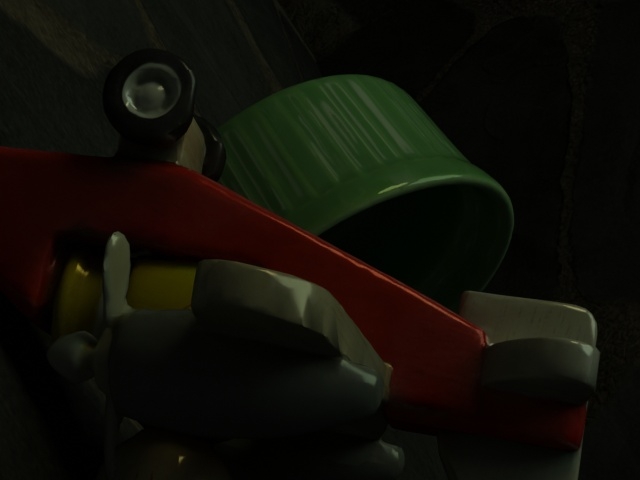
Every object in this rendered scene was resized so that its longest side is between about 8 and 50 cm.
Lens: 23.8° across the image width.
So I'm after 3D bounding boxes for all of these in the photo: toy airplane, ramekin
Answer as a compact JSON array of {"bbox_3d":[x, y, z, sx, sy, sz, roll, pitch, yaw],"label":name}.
[{"bbox_3d":[-0.023,0.091,0.921,0.386,0.272,0.384,39,-13,-33],"label":"toy airplane"},{"bbox_3d":[0.000,0.000,1.307,0.148,0.303,0.303,57,5,29],"label":"ramekin"}]
